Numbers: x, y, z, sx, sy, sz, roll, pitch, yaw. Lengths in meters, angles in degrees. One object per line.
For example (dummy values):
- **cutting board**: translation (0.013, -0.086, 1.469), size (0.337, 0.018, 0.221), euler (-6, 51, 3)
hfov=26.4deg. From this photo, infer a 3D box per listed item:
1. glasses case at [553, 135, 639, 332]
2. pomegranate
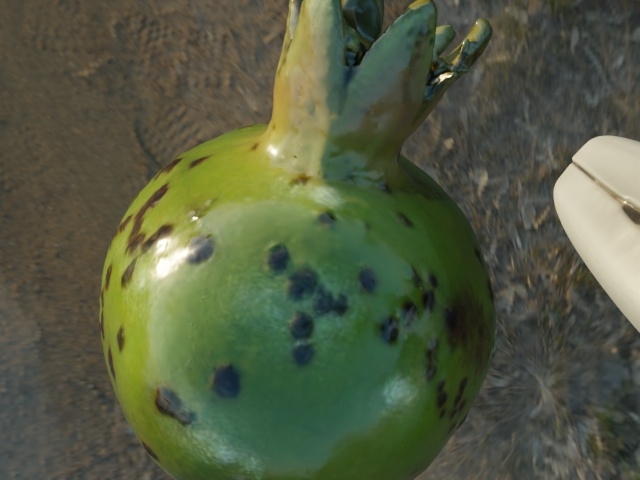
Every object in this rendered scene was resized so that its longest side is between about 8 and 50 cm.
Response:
- **glasses case**: translation (0.120, 0.029, 0.338), size (0.076, 0.197, 0.049), euler (36, 100, -28)
- **pomegranate**: translation (-0.003, 0.002, 0.744), size (0.231, 0.231, 0.286), euler (16, 91, 11)
